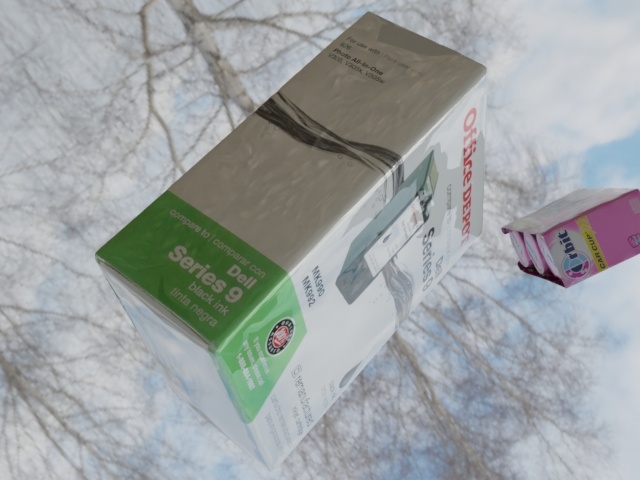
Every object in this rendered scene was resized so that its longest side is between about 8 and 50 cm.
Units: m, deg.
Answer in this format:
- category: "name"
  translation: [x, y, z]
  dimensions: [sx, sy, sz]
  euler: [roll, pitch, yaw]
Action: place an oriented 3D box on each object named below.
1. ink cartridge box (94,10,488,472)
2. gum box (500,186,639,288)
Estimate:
- category: "ink cartridge box"
  translation: [0.000, 0.000, 0.650]
  dimensions: [0.121, 0.211, 0.289]
  euler: [32, -115, 27]
- category: "gum box"
  translation: [0.274, -0.008, 0.922]
  dimensions: [0.107, 0.062, 0.188]
  euler: [-26, -176, 1]
